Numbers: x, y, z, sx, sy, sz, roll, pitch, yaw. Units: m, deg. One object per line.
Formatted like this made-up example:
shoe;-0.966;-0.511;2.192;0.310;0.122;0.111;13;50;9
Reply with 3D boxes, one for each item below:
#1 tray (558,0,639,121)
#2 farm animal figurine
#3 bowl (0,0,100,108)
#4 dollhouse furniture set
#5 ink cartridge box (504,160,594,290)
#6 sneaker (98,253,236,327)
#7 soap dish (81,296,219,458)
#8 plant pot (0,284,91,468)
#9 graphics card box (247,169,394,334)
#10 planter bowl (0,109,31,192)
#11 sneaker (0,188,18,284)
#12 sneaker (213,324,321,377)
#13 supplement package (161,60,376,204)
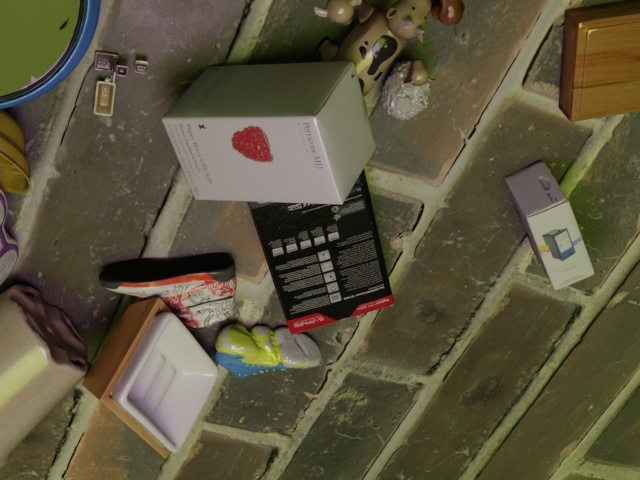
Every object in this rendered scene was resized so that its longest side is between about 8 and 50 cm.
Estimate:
tray;0.664;-0.356;1.713;0.410;0.076;0.203;-10;126;-5
farm animal figurine;0.091;-0.371;1.524;0.330;0.172;0.327;14;120;-20
bowl;-0.536;-0.387;1.391;0.391;0.077;0.391;-4;111;-11
dollhouse furniture set;-0.350;-0.254;1.571;0.091;0.081;0.114;6;123;-15
ink cartridge box;0.464;-0.031;1.846;0.093;0.154;0.212;-23;126;7
sneaker;-0.302;0.113;1.830;0.270;0.090;0.145;-5;123;-11
soap dish;-0.337;0.275;1.828;0.118;0.229;0.291;12;151;27
plant pot;-0.629;0.258;1.754;0.305;0.334;0.334;-39;123;1
graphics card box;0.000;0.000;1.812;0.232;0.094;0.371;-16;127;0
planter bowl;-0.575;-0.175;1.551;0.217;0.090;0.217;18;158;8
sneaker;-0.646;-0.015;1.679;0.152;0.114;0.305;28;135;14
sneaker;-0.123;0.247;1.976;0.240;0.091;0.126;17;138;-22
supplement package;-0.083;-0.183;1.541;0.292;0.175;0.178;3;130;27
